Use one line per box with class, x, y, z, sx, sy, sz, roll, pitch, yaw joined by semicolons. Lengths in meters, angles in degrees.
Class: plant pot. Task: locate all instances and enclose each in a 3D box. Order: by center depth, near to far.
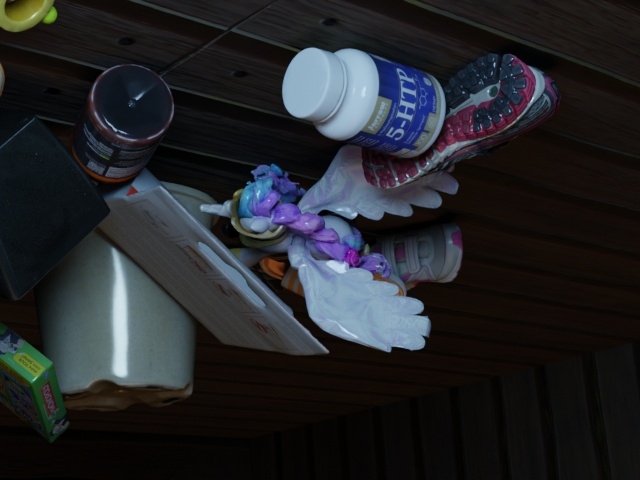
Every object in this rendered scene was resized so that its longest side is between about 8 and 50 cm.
plant pot;-0.408;-0.063;1.580;0.187;0.188;0.167;14;137;32
plant pot;-0.319;0.101;2.010;0.333;0.305;0.334;-3;163;-1

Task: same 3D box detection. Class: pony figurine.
pony figurine;0.000;0.000;1.877;0.351;0.303;0.363;9;172;-2

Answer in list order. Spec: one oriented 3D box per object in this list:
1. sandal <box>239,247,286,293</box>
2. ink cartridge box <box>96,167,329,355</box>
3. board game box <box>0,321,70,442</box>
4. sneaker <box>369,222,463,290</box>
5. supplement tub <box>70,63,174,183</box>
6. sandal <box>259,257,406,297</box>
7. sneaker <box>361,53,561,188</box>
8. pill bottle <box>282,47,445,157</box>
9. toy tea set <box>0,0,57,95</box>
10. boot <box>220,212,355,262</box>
sandal;-0.073;0.045;2.307;0.219;0.090;0.060;-8;-167;-17
ink cartridge box;-0.147;0.019;1.723;0.308;0.091;0.385;46;161;-16
board game box;-0.513;0.152;1.899;0.317;0.046;0.213;35;154;18
sneaker;0.154;0.033;2.249;0.111;0.103;0.252;5;160;-32
supplement tub;-0.253;-0.136;1.592;0.106;0.106;0.198;2;163;-20
sandal;0.019;0.066;2.213;0.265;0.076;0.102;17;123;5
sneaker;0.173;-0.139;1.660;0.299;0.121;0.112;-20;159;40
pill bottle;0.051;-0.169;1.541;0.186;0.112;0.112;10;158;-41
toy tea set;-0.349;-0.218;1.139;0.200;0.124;0.336;-46;155;1
boot;-0.053;-0.013;2.107;0.198;0.077;0.137;-19;153;37
